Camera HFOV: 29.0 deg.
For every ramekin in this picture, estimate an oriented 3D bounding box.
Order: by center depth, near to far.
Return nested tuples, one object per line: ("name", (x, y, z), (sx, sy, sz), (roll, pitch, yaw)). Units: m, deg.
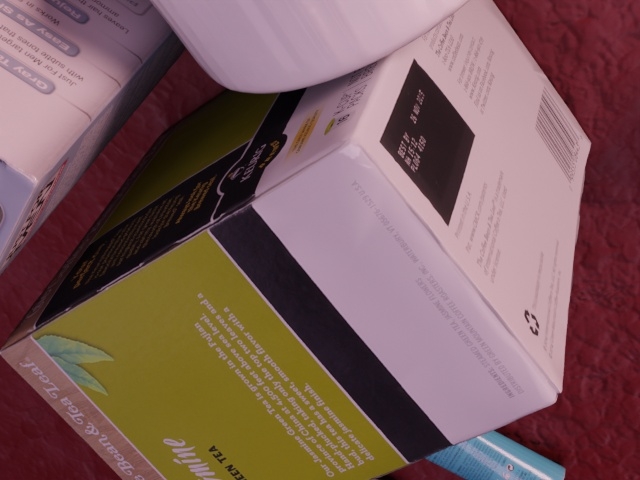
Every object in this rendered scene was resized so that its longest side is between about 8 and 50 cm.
("ramekin", (0.001, -0.219, 0.814), (0.277, 0.277, 0.135), (-17, 122, 25))

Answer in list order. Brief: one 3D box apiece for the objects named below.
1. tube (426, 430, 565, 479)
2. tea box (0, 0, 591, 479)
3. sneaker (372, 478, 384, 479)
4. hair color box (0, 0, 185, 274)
("tube", (0.129, 0.193, 1.176), (0.207, 0.052, 0.080), (27, 121, 4))
("tea box", (0.000, 0.000, 0.915), (0.323, 0.329, 0.220), (-28, 111, 31))
("sneaker", (-0.010, 0.209, 1.211), (0.115, 0.090, 0.232), (-35, 116, 25))
("hair color box", (-0.212, -0.144, 0.854), (0.185, 0.374, 0.113), (32, 125, -5))
